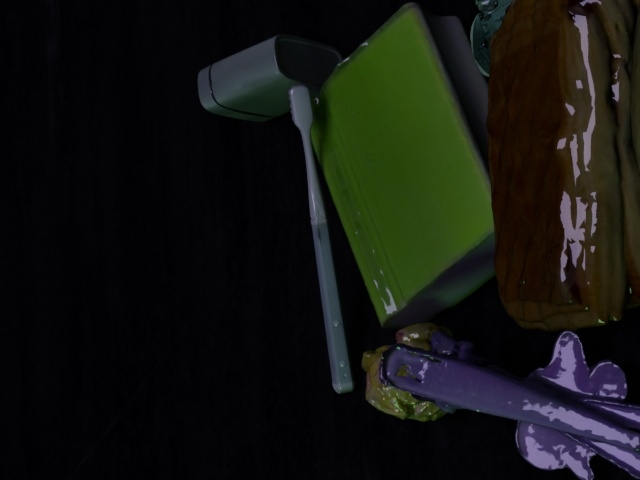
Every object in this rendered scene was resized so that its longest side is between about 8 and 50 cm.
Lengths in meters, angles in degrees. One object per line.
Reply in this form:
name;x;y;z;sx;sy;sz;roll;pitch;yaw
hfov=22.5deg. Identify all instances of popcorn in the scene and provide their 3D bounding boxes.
popcorn;0.096;0.140;1.644;0.089;0.109;0.097;-29;101;39

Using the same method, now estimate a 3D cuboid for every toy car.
toy car;0.214;-0.228;1.604;0.186;0.058;0.093;-39;62;54

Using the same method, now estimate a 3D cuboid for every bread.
bread;0.252;-0.082;1.423;0.277;0.167;0.325;167;103;-80

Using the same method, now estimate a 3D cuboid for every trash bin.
trash bin;-0.055;-0.183;1.835;0.130;0.116;0.059;-18;73;42

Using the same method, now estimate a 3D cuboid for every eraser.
eraser;0.100;-0.076;1.682;0.210;0.092;0.274;-42;58;36

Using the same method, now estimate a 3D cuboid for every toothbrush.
toothbrush;0.001;0.000;1.744;0.030;0.025;0.342;-151;51;-77

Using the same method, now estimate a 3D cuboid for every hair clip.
hair clip;0.198;0.144;1.531;0.278;0.090;0.137;17;92;12

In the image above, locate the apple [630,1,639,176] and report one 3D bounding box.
apple;0.432;-0.104;1.105;0.473;0.473;0.474;-8;79;45
